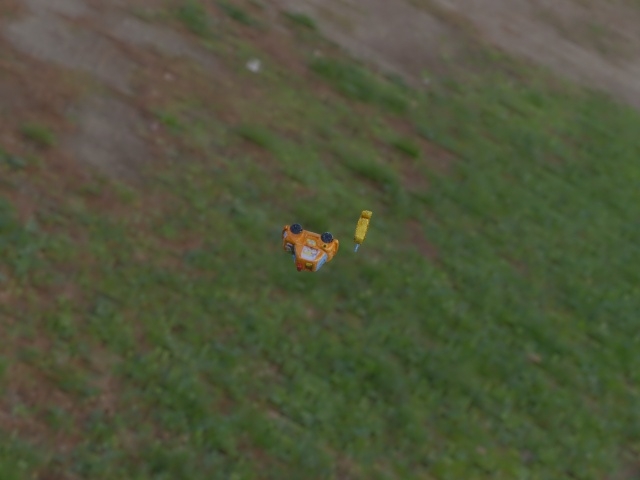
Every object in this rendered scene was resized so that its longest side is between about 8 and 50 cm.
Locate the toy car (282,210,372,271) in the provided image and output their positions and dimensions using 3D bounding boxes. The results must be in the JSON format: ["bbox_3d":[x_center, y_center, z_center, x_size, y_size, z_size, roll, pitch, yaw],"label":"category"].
[{"bbox_3d":[0.000,0.000,1.575,0.060,0.040,0.122,23,-24,-13],"label":"toy car"}]
